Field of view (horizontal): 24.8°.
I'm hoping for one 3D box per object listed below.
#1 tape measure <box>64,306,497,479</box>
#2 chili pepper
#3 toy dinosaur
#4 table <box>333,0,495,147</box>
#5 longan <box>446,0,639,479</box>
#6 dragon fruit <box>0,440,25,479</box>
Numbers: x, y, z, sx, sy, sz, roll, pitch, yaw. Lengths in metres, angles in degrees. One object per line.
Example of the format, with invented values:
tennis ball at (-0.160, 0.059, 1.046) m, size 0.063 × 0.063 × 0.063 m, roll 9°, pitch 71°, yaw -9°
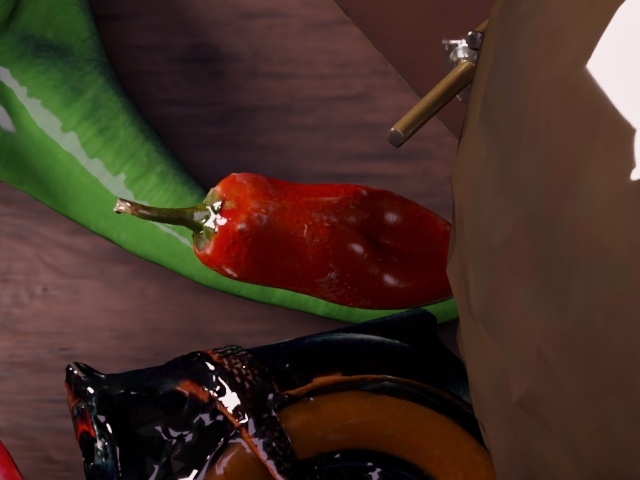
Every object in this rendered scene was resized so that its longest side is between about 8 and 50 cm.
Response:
tape measure at (-0.003, 0.145, 0.649) m, size 0.202 × 0.135 × 0.223 m, roll -11°, pitch 81°, yaw -20°
chili pepper at (0.000, 0.001, 0.672) m, size 0.191 × 0.050 × 0.059 m, roll 8°, pitch 62°, yaw -21°
toy dinosaur at (-0.143, -0.154, 0.747) m, size 0.500 × 0.144 × 0.375 m, roll 5°, pitch 82°, yaw -7°
table at (0.024, -0.152, 0.684) m, size 0.240 × 0.111 × 0.121 m, roll 50°, pitch 133°, yaw 11°
longan at (0.247, 0.030, 0.513) m, size 0.435 × 0.404 × 0.404 m, roll 22°, pitch 86°, yaw -5°
dragon fruit at (-0.263, 0.202, 0.649) m, size 0.305 × 0.226 × 0.305 m, roll 5°, pitch 54°, yaw -7°
